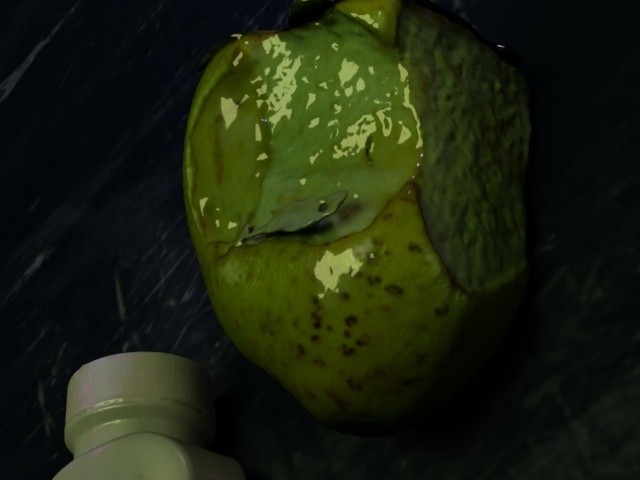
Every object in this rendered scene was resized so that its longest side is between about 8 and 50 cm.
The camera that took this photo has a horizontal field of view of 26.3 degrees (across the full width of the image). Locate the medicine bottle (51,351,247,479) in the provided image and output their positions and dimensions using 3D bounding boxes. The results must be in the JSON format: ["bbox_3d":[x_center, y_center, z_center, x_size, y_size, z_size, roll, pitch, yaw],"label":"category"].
[{"bbox_3d":[-0.117,0.226,0.907,0.161,0.111,0.296,-32,49,31],"label":"medicine bottle"}]

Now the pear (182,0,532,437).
[{"bbox_3d":[0.000,0.000,0.865,0.238,0.164,0.256,-18,57,39],"label":"pear"}]
